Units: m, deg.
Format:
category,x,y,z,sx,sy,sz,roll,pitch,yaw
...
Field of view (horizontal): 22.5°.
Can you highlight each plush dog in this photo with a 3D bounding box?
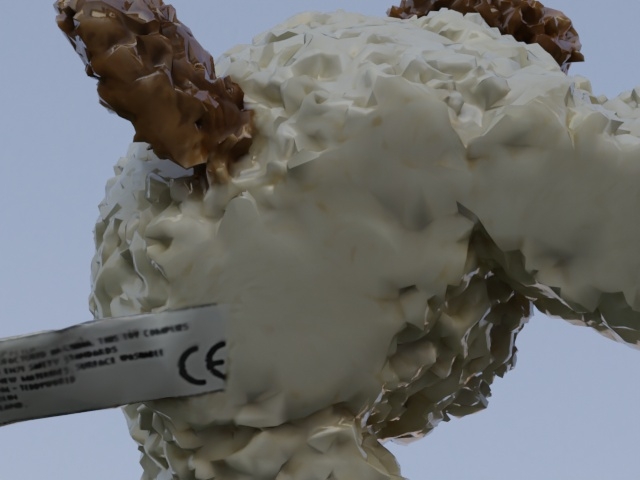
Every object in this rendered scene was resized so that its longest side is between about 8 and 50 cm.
category,x,y,z,sx,sy,sz,roll,pitch,yaw
plush dog,0.000,0.000,0.520,0.210,0.225,0.262,41,-89,-7
